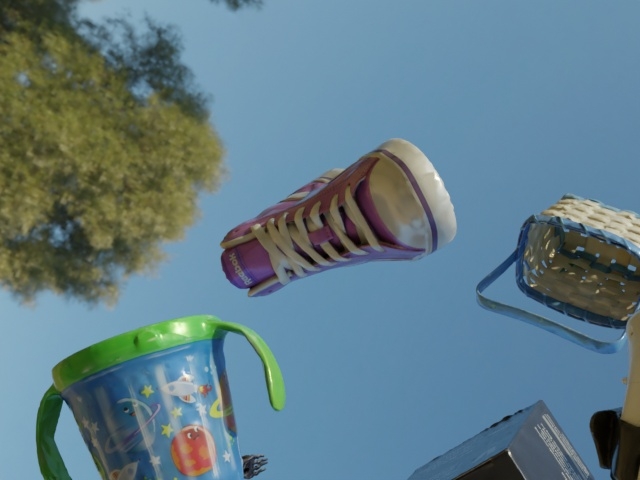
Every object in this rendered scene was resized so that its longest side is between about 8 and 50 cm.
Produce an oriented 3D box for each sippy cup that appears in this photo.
[{"bbox_3d":[-0.209,0.241,1.109,0.305,0.240,0.224,-31,-107,43],"label":"sippy cup"}]

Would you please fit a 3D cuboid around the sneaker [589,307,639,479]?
[{"bbox_3d":[0.220,0.110,0.469,0.146,0.122,0.331,-108,-150,-58],"label":"sneaker"}]

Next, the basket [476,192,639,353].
[{"bbox_3d":[0.440,0.061,1.433,0.254,0.201,0.289,24,-137,34],"label":"basket"}]

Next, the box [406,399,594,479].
[{"bbox_3d":[0.144,0.234,0.749,0.156,0.158,0.093,-37,-101,23],"label":"box"}]

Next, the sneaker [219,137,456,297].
[{"bbox_3d":[0.000,0.001,0.734,0.161,0.102,0.282,-29,-176,-19],"label":"sneaker"}]

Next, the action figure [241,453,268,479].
[{"bbox_3d":[-0.218,0.351,1.365,0.275,0.141,0.164,19,-91,37],"label":"action figure"}]
